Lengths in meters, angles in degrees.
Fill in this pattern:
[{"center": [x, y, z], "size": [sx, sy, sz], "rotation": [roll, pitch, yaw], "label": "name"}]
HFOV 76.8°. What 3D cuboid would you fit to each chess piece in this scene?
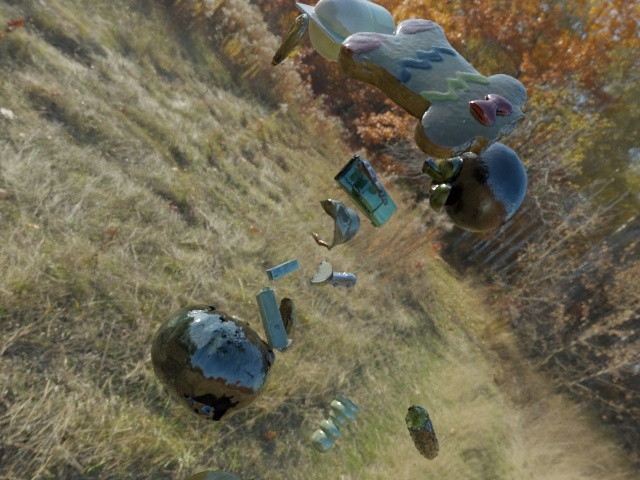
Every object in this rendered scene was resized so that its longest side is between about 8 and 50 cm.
[{"center": [0.057, 0.816, 1.779], "size": [0.133, 0.243, 0.133], "rotation": [33, -24, 17], "label": "chess piece"}]

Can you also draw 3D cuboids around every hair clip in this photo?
[{"center": [0.160, -0.191, 1.284], "size": [0.124, 0.052, 0.195], "rotation": [39, 22, -59], "label": "hair clip"}]

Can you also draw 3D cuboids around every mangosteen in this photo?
[{"center": [0.540, -0.187, 1.392], "size": [0.330, 0.330, 0.330], "rotation": [44, 16, -16], "label": "mangosteen"}]

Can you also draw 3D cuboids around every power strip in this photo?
[{"center": [-0.206, 0.329, 1.697], "size": [0.078, 0.052, 0.272], "rotation": [-5, 71, -42], "label": "power strip"}]

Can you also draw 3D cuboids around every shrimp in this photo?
[{"center": [-0.101, -0.654, 1.327], "size": [0.042, 0.190, 0.101], "rotation": [24, 27, -37], "label": "shrimp"}]

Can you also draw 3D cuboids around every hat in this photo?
[{"center": [0.089, -0.067, 1.345], "size": [0.173, 0.144, 0.166], "rotation": [-11, 90, -28], "label": "hat"}]

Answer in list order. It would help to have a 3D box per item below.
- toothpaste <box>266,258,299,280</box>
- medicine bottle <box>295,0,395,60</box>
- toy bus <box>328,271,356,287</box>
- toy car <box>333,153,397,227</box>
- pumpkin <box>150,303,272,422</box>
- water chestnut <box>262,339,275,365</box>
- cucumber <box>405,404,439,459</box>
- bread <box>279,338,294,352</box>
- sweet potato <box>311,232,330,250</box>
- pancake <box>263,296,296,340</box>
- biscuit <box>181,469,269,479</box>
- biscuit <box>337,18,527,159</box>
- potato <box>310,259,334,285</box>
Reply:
[{"center": [-0.151, 0.116, 1.655], "size": [0.164, 0.034, 0.046], "rotation": [-22, 98, -50], "label": "toothpaste"}, {"center": [0.097, -0.810, 1.553], "size": [0.236, 0.236, 0.406], "rotation": [51, 38, 11], "label": "medicine bottle"}, {"center": [0.112, 0.216, 2.245], "size": [0.190, 0.075, 0.064], "rotation": [6, 21, -32], "label": "toy bus"}, {"center": [0.190, -0.184, 1.625], "size": [0.321, 0.141, 0.097], "rotation": [45, -5, -34], "label": "toy car"}, {"center": [-0.386, 0.426, 1.463], "size": [0.454, 0.344, 0.454], "rotation": [38, -13, 10], "label": "pumpkin"}, {"center": [-0.351, 0.578, 1.829], "size": [0.346, 0.335, 0.335], "rotation": [4, -24, 47], "label": "water chestnut"}, {"center": [0.317, 0.602, 1.222], "size": [0.081, 0.072, 0.303], "rotation": [-96, 165, -50], "label": "cucumber"}, {"center": [-0.162, 0.495, 1.904], "size": [0.036, 0.047, 0.083], "rotation": [59, 20, 1], "label": "bread"}, {"center": [-0.004, 0.003, 2.097], "size": [0.044, 0.044, 0.179], "rotation": [33, 7, -43], "label": "sweet potato"}, {"center": [-0.228, 0.449, 2.263], "size": [0.057, 0.244, 0.266], "rotation": [8, 76, -49], "label": "pancake"}, {"center": [-0.296, 0.835, 1.300], "size": [0.057, 0.287, 0.344], "rotation": [-99, 174, -51], "label": "biscuit"}, {"center": [0.276, -0.368, 0.915], "size": [0.394, 0.368, 0.076], "rotation": [51, -29, 18], "label": "biscuit"}, {"center": [0.016, 0.183, 1.904], "size": [0.089, 0.101, 0.172], "rotation": [20, 37, 9], "label": "potato"}]
